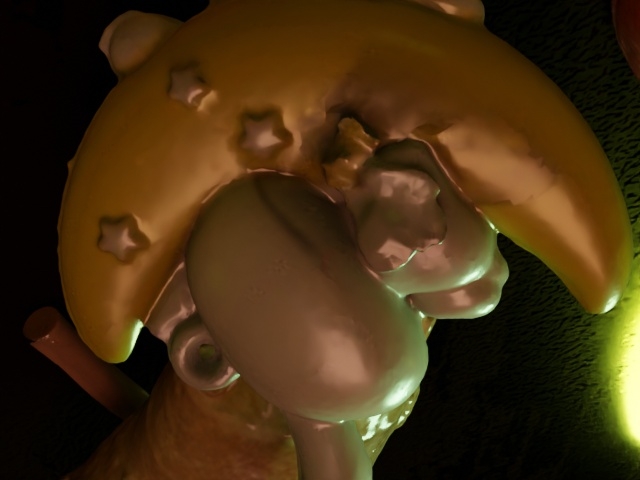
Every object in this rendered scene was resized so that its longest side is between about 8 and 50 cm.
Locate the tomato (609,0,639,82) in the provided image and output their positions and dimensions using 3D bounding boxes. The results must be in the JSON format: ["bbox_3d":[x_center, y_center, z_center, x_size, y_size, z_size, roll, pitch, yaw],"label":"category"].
[{"bbox_3d":[0.240,-0.113,0.528,0.225,0.085,0.225,-4,140,-4],"label":"tomato"}]

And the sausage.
[{"bbox_3d":[-0.134,0.076,0.718,0.026,0.026,0.116,-21,141,13],"label":"sausage"}]

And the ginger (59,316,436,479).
[{"bbox_3d":[-0.054,0.124,0.705,0.354,0.126,0.190,-44,150,25],"label":"ginger"}]

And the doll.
[{"bbox_3d":[0.000,0.000,0.524,0.237,0.111,0.252,-37,99,9],"label":"doll"}]
